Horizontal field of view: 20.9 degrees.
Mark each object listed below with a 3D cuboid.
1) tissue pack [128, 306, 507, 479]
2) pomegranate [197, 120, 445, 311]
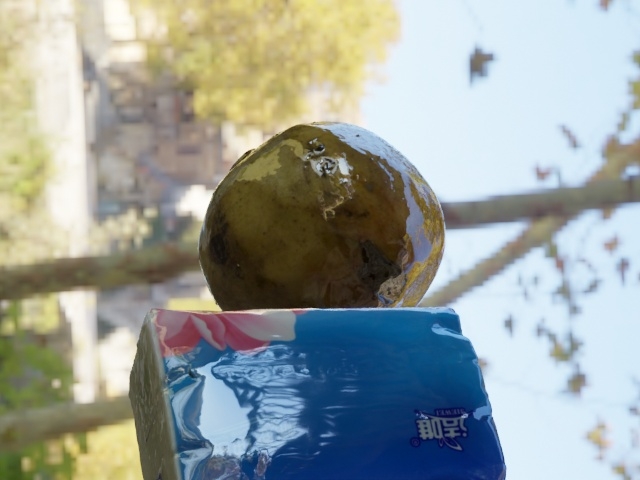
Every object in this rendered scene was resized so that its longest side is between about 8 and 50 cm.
[{"bbox_3d":[-0.003,0.158,1.378,0.137,0.269,0.209,115,-30,-51],"label":"tissue pack"},{"bbox_3d":[0.000,0.000,1.934,0.281,0.281,0.281,178,-90,-83],"label":"pomegranate"}]
